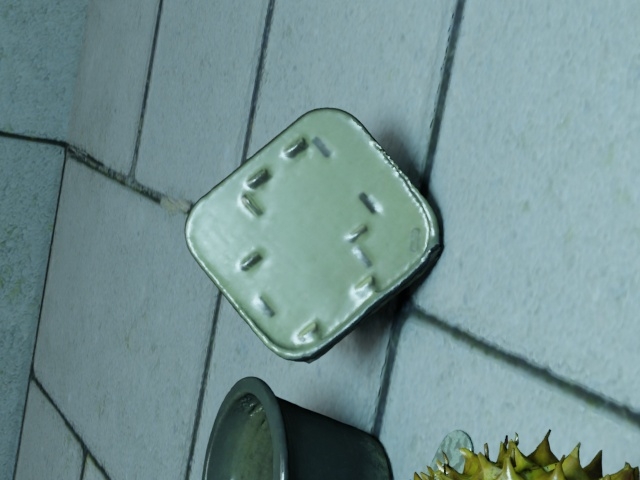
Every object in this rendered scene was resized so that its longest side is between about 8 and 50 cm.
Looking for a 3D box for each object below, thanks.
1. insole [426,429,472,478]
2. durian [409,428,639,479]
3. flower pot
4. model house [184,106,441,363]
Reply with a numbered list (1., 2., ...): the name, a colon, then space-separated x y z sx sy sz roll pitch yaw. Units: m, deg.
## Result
1. insole: 0.109 0.267 1.145 0.065 0.006 0.193 41 120 59
2. durian: 0.159 0.301 0.673 0.384 0.348 0.347 24 107 37
3. flower pot: -0.020 0.262 1.247 0.235 0.148 0.235 -172 90 -68
4. model house: 0.000 0.000 1.325 0.205 0.218 0.279 52 -179 5
